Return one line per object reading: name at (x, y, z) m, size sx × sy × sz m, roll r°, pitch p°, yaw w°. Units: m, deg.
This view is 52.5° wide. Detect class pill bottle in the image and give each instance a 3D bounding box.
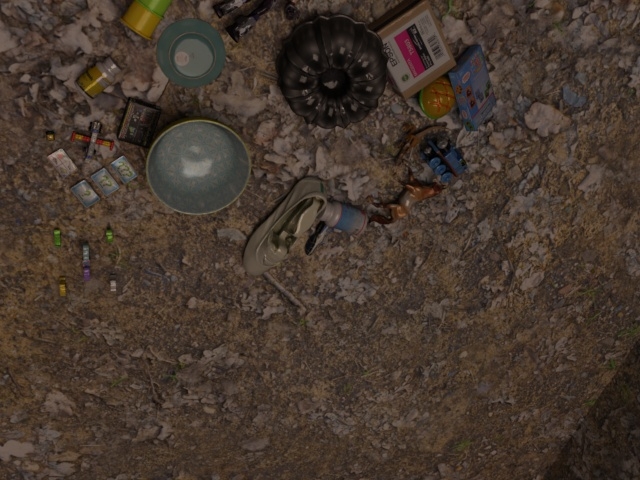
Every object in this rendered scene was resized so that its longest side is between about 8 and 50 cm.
pill bottle at (-0.582, -0.428, 1.706) m, size 0.116 × 0.065 × 0.065 m, roll -38°, pitch 125°, yaw 5°
pill bottle at (0.069, -0.078, 2.131) m, size 0.160 × 0.087 × 0.087 m, roll 18°, pitch 112°, yaw -28°

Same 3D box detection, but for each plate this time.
plate at (-0.349, -0.504, 1.766) m, size 0.188 × 0.024 × 0.188 m, roll -9°, pitch 123°, yaw -15°

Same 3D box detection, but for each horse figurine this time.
horse figurine at (0.271, -0.143, 2.177) m, size 0.174 × 0.066 × 0.263 m, roll 38°, pitch 101°, yaw -27°

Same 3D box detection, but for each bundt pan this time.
bundt pan at (0.036, -0.454, 1.820) m, size 0.330 × 0.124 × 0.331 m, roll -1°, pitch 128°, yaw -1°

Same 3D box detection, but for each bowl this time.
bowl at (-0.354, -0.232, 1.848) m, size 0.289 × 0.156 × 0.290 m, roll -9°, pitch 122°, yaw -14°

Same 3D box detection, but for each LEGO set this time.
LEGO set at (-0.649, -0.222, 1.814) m, size 0.182 × 0.060 × 0.244 m, roll -32°, pitch 125°, yaw -3°

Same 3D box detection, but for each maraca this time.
maraca at (0.373, -0.461, 2.005) m, size 0.127 × 0.099 × 0.186 m, roll 44°, pitch 76°, yaw -28°

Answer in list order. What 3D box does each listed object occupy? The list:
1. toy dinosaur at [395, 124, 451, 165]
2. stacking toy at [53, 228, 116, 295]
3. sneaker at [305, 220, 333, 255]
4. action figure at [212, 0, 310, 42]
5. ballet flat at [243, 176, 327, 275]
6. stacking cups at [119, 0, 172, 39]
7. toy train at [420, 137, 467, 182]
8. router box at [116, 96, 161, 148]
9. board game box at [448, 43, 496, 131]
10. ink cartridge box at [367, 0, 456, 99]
toy dinosaur at (0.306, -0.332, 2.091) m, size 0.211 × 0.064 × 0.112 m, roll -39°, pitch 151°, yaw 9°
stacking toy at (-0.710, 0.066, 1.967) m, size 0.166 × 0.052 × 0.221 m, roll -3°, pitch 120°, yaw -18°
sneaker at (0.000, 0.000, 2.177) m, size 0.058 × 0.052 × 0.135 m, roll 23°, pitch 111°, yaw -34°
action figure at (-0.137, -0.645, 1.714) m, size 0.285 × 0.099 × 0.185 m, roll -35°, pitch 116°, yaw -1°
ballet flat at (-0.115, -0.025, 2.073) m, size 0.139 × 0.139 × 0.400 m, roll 29°, pitch 107°, yaw -31°
stacking cups at (-0.375, -0.656, 1.622) m, size 0.096 × 0.096 × 0.316 m, roll 32°, pitch 106°, yaw -31°
toy train at (0.404, -0.267, 2.125) m, size 0.105 × 0.080 × 0.184 m, roll -40°, pitch 139°, yaw 11°
router box at (-0.506, -0.326, 1.810) m, size 0.092 × 0.038 × 0.123 m, roll 15°, pitch 113°, yaw -27°
board game box at (0.475, -0.472, 2.016) m, size 0.160 × 0.039 × 0.212 m, roll -50°, pitch 131°, yaw -29°
ink cartridge box at (0.263, -0.565, 1.905) m, size 0.193 × 0.088 × 0.235 m, roll -35°, pitch 125°, yaw 3°
